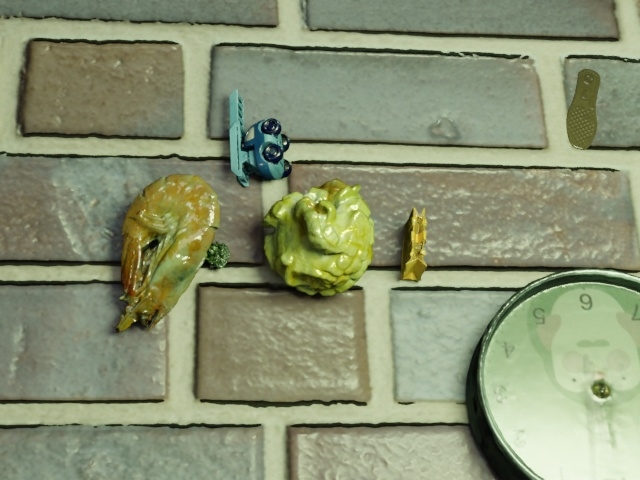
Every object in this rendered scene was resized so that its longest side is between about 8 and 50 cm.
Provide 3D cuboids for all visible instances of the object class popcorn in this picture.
[{"bbox_3d":[0.000,0.000,1.360,0.141,0.162,0.135,-21,104,9],"label":"popcorn"}]

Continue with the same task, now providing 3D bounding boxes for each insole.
[{"bbox_3d":[0.372,-0.186,1.540,0.045,0.002,0.135,16,65,1],"label":"insole"}]

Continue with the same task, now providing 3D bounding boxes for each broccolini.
[{"bbox_3d":[-0.178,-0.004,1.384,0.140,0.035,0.030,24,62,7],"label":"broccolini"}]

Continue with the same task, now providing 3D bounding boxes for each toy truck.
[{"bbox_3d":[-0.081,-0.141,1.445,0.074,0.063,0.136,-9,62,11],"label":"toy truck"}]

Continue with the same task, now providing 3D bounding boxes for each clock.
[{"bbox_3d":[0.338,0.183,1.320,0.319,0.066,0.319,0,63,0],"label":"clock"}]

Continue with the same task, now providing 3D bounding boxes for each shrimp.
[{"bbox_3d":[-0.202,0.016,1.349,0.115,0.051,0.217,24,84,18],"label":"shrimp"}]

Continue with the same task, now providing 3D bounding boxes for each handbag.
[{"bbox_3d":[0.120,0.006,1.395,0.027,0.061,0.083,5,67,-2],"label":"handbag"}]
